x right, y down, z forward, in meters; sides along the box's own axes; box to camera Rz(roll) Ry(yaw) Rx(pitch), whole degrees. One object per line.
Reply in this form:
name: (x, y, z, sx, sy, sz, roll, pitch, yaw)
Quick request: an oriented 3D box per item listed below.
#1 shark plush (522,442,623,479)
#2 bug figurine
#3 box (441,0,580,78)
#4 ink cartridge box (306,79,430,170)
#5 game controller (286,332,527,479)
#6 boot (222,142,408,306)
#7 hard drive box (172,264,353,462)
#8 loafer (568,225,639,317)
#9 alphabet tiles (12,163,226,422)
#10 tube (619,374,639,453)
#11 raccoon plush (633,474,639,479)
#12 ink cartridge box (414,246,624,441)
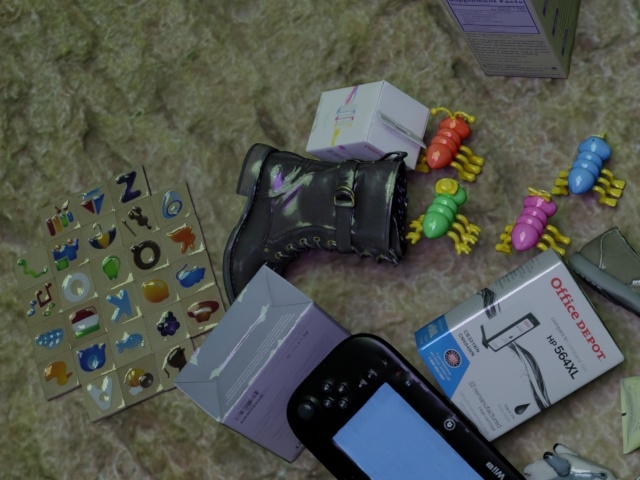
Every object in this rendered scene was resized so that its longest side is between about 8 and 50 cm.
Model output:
shark plush: (0.317, 0.294, 1.784, 0.161, 0.073, 0.067, 19, 98, 6)
bug figurine: (0.231, -0.072, 1.908, 0.279, 0.072, 0.216, 10, 55, 23)
box: (0.252, -0.353, 1.930, 0.117, 0.243, 0.213, 6, 73, 23)
ink cartridge box: (0.068, -0.145, 1.976, 0.143, 0.092, 0.090, -5, 64, 50)
game controller: (0.110, 0.259, 1.787, 0.319, 0.067, 0.166, 44, 115, 7)
boot: (0.000, 0.000, 1.940, 0.229, 0.091, 0.263, 12, 103, 23)
hard drive box: (-0.052, 0.157, 1.860, 0.089, 0.232, 0.181, 36, 85, 29)
loafer: (0.411, 0.062, 1.794, 0.251, 0.094, 0.087, 36, 90, 28)
alphabet tiles: (-0.283, 0.069, 2.110, 0.285, 0.011, 0.342, -24, 63, 11)
tube: (0.415, 0.172, 1.711, 0.062, 0.240, 0.070, 49, 56, -4)
raccoon plush: (0.499, 0.216, 1.618, 0.299, 0.216, 0.446, 25, 93, 29)
ink cartridge box: (0.236, 0.126, 1.808, 0.203, 0.086, 0.148, -33, 97, 7)
